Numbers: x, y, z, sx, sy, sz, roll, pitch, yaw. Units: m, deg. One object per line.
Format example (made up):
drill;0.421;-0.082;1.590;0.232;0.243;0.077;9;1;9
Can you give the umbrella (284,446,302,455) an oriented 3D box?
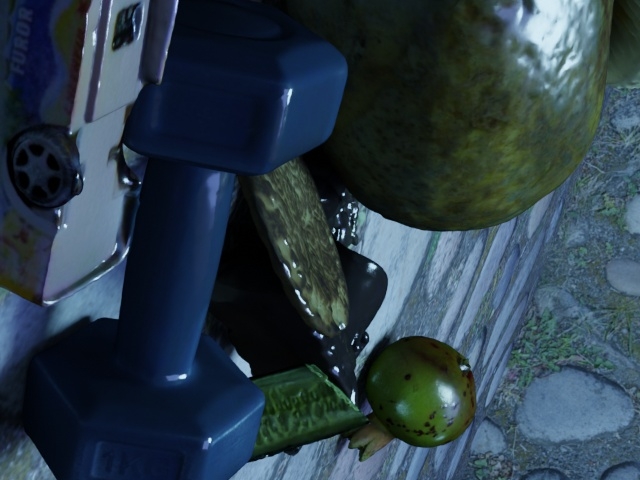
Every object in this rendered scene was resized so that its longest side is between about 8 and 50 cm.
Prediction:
umbrella;-0.011;0.190;1.430;0.133;0.031;0.036;-57;162;-33

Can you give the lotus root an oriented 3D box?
lotus root;0.105;-0.143;0.984;0.250;0.251;0.346;-59;157;-24

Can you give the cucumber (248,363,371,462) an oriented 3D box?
cucumber;-0.072;0.155;1.044;0.046;0.220;0.070;-58;128;-85

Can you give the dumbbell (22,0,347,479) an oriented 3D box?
dumbbell;-0.092;0.009;0.773;0.144;0.160;0.324;-6;121;-36

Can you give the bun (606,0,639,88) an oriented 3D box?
bun;0.263;-0.241;0.992;0.153;0.243;0.244;-26;151;-10

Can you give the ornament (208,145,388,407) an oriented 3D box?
ornament;0.000;0.000;1.124;0.251;0.106;0.260;66;36;-53

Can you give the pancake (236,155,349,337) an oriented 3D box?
pancake;-0.019;-0.017;0.918;0.199;0.021;0.199;-20;90;-78

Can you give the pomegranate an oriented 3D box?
pomegranate;0.122;0.223;1.688;0.205;0.159;0.159;-40;164;7

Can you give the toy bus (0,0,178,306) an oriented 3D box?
toy bus;-0.126;-0.110;0.574;0.090;0.112;0.274;-37;145;-59
